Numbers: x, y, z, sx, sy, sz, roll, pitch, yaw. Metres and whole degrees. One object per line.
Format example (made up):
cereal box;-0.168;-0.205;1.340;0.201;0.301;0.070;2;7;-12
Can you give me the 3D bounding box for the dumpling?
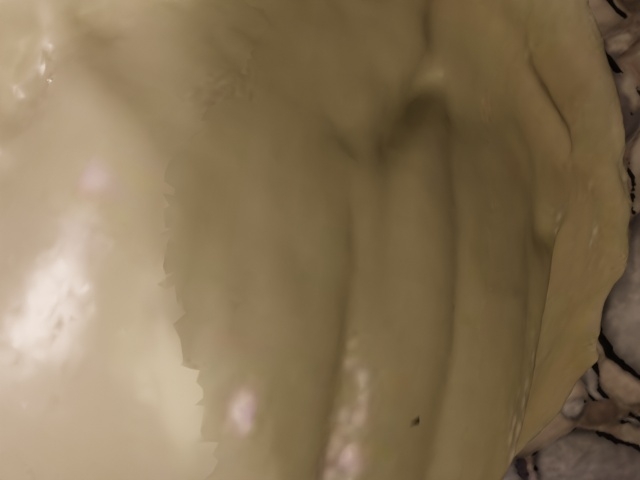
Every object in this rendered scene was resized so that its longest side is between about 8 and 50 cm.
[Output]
dumpling;0.000;0.000;0.623;0.395;0.233;0.316;25;105;-38
